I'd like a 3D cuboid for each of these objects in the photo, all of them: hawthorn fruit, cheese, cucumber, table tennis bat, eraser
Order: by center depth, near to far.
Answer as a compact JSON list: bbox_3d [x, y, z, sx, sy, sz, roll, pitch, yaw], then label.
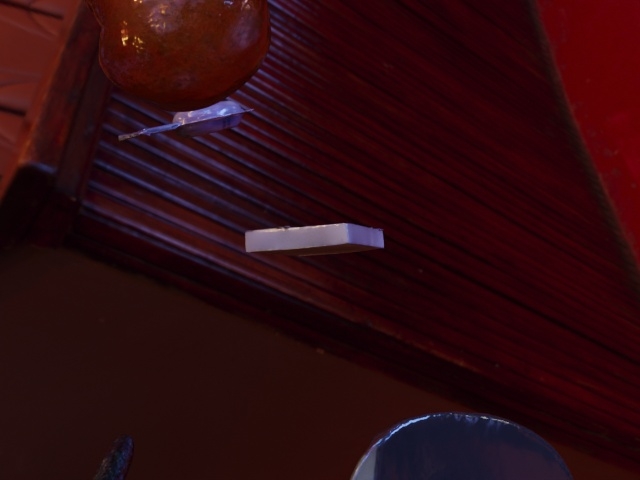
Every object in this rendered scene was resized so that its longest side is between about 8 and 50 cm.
[{"bbox_3d":[0.038,0.162,0.367,0.021,0.274,0.154,-12,68,60],"label":"table tennis bat"},{"bbox_3d":[-0.085,-0.144,0.475,0.125,0.140,0.125,-176,90,-71],"label":"hawthorn fruit"},{"bbox_3d":[-0.210,0.235,0.711,0.032,0.032,0.133,-56,9,15],"label":"cucumber"},{"bbox_3d":[0.000,0.000,0.730,0.104,0.150,0.023,-5,86,17],"label":"eraser"},{"bbox_3d":[-0.184,-0.167,1.020,0.105,0.191,0.042,3,110,55],"label":"cheese"}]
